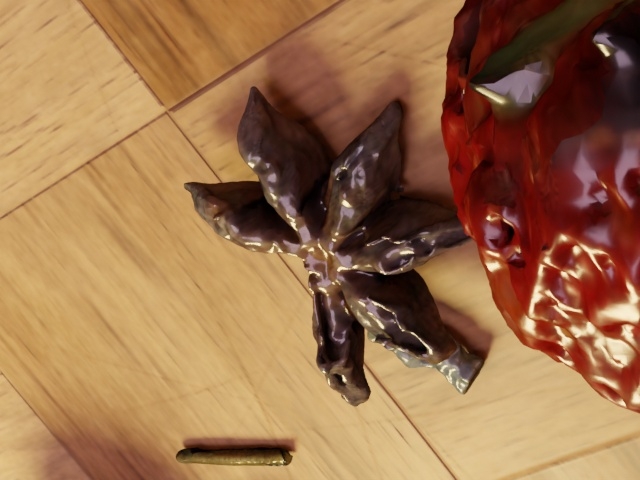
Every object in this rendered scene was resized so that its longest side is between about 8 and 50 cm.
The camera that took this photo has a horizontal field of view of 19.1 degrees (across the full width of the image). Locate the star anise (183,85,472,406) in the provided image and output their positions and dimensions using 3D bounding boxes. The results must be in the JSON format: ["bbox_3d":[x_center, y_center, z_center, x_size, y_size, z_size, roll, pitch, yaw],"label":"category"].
[{"bbox_3d":[0.013,-0.006,1.172,0.172,0.063,0.208,-37,91,35],"label":"star anise"}]

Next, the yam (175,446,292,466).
[{"bbox_3d":[-0.064,0.159,1.398,0.107,0.014,0.014,-4,121,37],"label":"yam"}]

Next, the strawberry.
[{"bbox_3d":[0.191,-0.029,0.875,0.292,0.292,0.310,14,128,25],"label":"strawberry"}]

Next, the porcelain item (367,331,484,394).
[{"bbox_3d":[0.065,0.066,1.227,0.083,0.028,0.036,35,119,9],"label":"porcelain item"}]
